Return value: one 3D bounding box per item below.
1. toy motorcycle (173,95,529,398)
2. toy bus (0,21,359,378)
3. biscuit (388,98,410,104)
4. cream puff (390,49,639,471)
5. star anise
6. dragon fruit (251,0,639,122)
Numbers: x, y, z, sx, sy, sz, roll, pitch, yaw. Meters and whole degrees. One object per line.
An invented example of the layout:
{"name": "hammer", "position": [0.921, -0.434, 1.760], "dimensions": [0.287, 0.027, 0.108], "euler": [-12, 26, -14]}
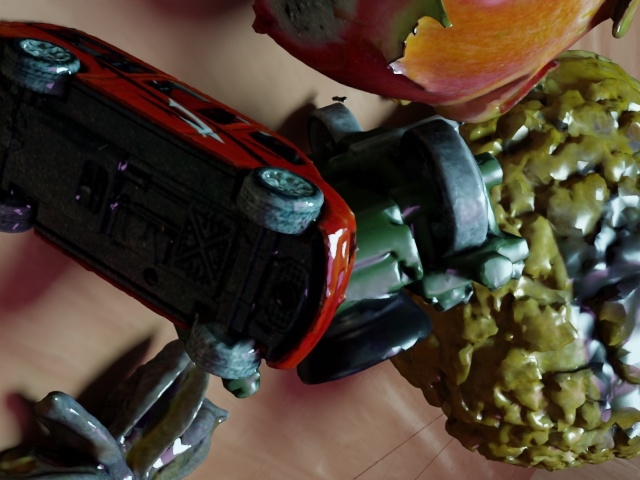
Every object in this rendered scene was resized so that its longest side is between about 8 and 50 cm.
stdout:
{"name": "toy motorcycle", "position": [0.000, 0.000, 0.648], "dimensions": [0.205, 0.275, 0.127], "euler": [-22, 104, -13]}
{"name": "toy bus", "position": [-0.065, -0.023, 0.472], "dimensions": [0.089, 0.195, 0.081], "euler": [-24, 139, -58]}
{"name": "biscuit", "position": [0.092, -0.175, 0.811], "dimensions": [0.165, 0.036, 0.250], "euler": [-62, 157, 10]}
{"name": "cream puff", "position": [0.202, 0.018, 0.892], "dimensions": [0.343, 0.327, 0.231], "euler": [-70, -159, 2]}
{"name": "star anise", "position": [-0.141, 0.159, 0.702], "dimensions": [0.212, 0.073, 0.197], "euler": [-20, 132, -52]}
{"name": "dragon fruit", "position": [0.070, -0.175, 0.551], "dimensions": [0.227, 0.224, 0.224], "euler": [-35, 148, -33]}
